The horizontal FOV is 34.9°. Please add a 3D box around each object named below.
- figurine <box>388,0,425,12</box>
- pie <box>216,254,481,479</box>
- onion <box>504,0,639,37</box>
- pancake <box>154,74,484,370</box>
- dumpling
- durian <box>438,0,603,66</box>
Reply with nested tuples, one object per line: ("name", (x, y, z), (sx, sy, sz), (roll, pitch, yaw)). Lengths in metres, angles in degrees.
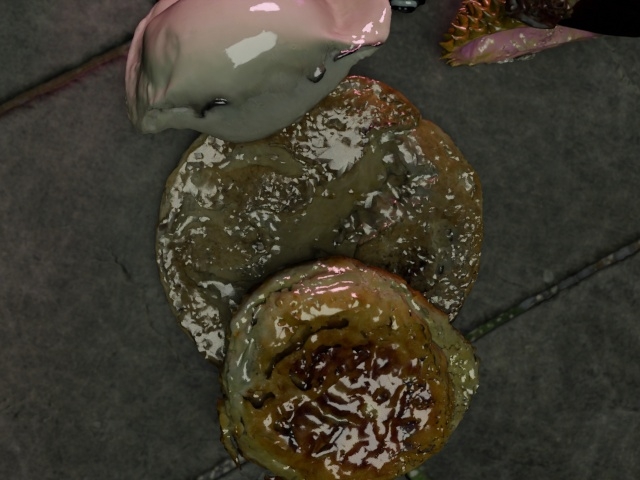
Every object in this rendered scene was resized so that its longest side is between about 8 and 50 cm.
("figurine", (0.098, -0.345, 1.108), (0.147, 0.126, 0.192), (8, 108, 25))
("pie", (0.020, 0.149, 1.123), (0.308, 0.085, 0.308), (-2, 106, -8))
("onion", (0.243, -0.292, 0.932), (0.314, 0.314, 0.232), (28, 90, -13))
("pancake", (0.000, 0.001, 1.167), (0.387, 0.082, 0.386), (-1, 104, -5))
("dumpling", (-0.074, -0.207, 1.068), (0.243, 0.226, 0.175), (4, 132, -18))
("durian", (0.239, -0.257, 1.151), (0.183, 0.165, 0.132), (12, 134, 18))
